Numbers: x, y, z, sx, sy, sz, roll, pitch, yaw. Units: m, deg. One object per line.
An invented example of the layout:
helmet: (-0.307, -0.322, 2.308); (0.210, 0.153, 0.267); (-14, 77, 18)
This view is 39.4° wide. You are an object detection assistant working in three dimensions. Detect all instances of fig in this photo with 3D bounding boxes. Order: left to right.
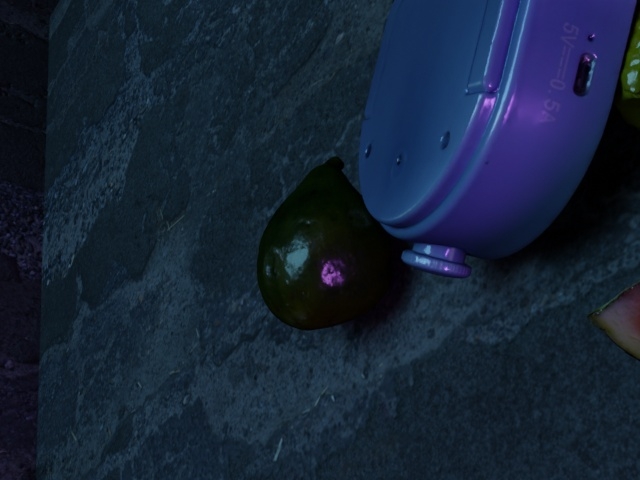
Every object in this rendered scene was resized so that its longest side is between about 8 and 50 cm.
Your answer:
fig: (0.000, 0.000, 1.206); (0.195, 0.195, 0.245); (-29, 63, 47)

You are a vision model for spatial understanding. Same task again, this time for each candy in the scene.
candy: (0.348, -0.209, 0.864); (0.094, 0.106, 0.199); (6, 79, 39)

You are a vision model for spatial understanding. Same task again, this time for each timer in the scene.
timer: (0.180, -0.143, 0.999); (0.395, 0.173, 0.395); (-166, 90, -72)

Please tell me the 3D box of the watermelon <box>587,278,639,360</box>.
watermelon: (0.380, -0.003, 0.715); (0.303, 0.159, 0.128); (-46, 13, 39)
